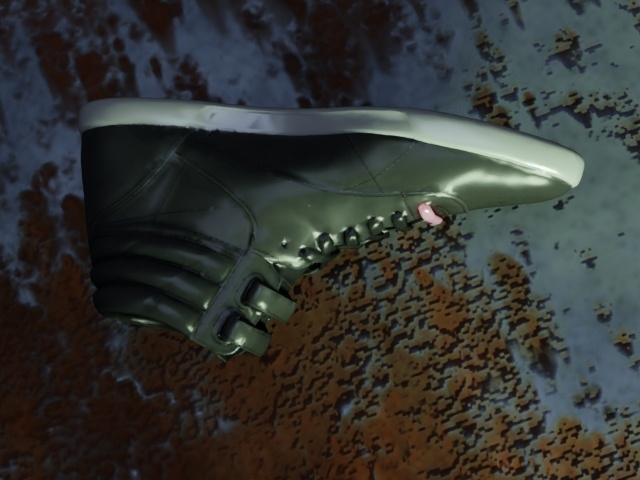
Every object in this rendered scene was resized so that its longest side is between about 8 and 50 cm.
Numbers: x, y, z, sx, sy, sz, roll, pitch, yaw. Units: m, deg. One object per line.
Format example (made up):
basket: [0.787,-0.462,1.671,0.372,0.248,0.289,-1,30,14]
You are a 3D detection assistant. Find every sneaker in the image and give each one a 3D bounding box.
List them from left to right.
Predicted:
sneaker: [0.000,0.000,0.978,0.296,0.104,0.147,3,82,10]
